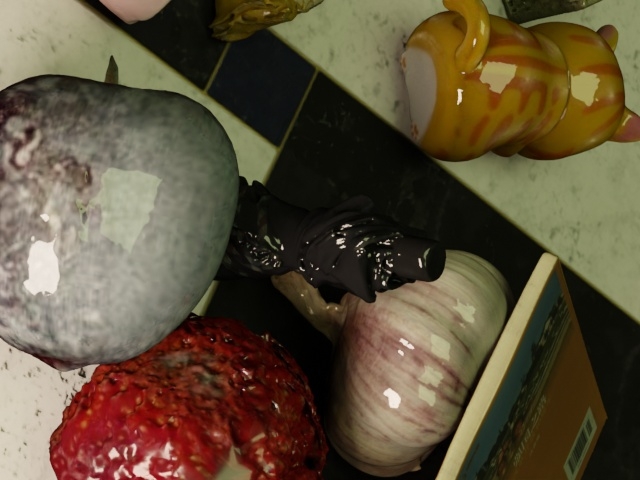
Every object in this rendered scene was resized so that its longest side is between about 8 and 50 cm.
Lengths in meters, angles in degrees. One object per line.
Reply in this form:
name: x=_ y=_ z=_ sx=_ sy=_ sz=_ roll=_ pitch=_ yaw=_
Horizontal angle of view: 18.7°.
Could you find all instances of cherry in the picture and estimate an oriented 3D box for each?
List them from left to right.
cherry: x=-0.202 y=-0.031 z=1.732 sx=0.255 sy=0.218 sz=0.296 roll=11 pitch=79 yaw=-24

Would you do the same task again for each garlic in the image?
garlic: x=0.052 y=0.088 z=1.932 sx=0.253 sy=0.245 sz=0.245 roll=34 pitch=61 yaw=7

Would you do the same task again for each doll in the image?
doll: x=0.208 y=-0.167 z=2.085 sx=0.270 sy=0.162 sz=0.166 roll=2 pitch=77 yaw=-43

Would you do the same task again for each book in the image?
book: x=0.215 y=0.211 z=1.994 sx=0.262 sy=0.028 sz=0.374 roll=-61 pitch=152 yaw=-21

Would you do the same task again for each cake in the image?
cake: x=-0.028 y=-0.265 z=1.954 sx=0.185 sy=0.116 sz=0.079 roll=-26 pitch=98 yaw=-31

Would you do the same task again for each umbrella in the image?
umbrella: x=0.000 y=0.000 z=1.847 sx=0.122 sy=0.272 sz=0.110 roll=41 pitch=63 yaw=-51

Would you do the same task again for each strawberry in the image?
strawberry: x=-0.102 y=0.202 z=1.777 sx=0.274 sy=0.220 sz=0.274 roll=4 pitch=83 yaw=-32

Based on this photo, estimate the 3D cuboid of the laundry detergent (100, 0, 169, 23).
laundry detergent: x=-0.235 y=-0.370 z=1.827 sx=0.335 sy=0.088 sz=0.159 roll=51 pitch=60 yaw=-19

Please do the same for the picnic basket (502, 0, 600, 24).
picnic basket: x=0.273 y=-0.362 z=2.169 sx=0.154 sy=0.134 sz=0.196 roll=-25 pitch=99 yaw=-32
